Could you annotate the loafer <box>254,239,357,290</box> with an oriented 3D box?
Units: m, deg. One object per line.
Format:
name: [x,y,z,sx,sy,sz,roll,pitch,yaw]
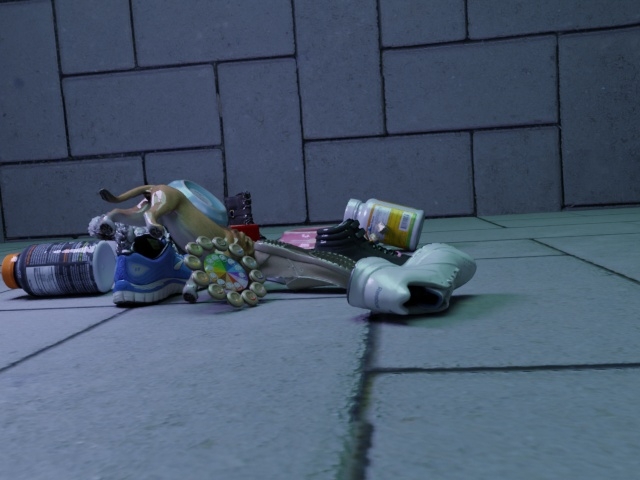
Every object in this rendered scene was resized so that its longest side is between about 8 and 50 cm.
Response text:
loafer: [-0.025,0.067,1.331,0.269,0.092,0.102,16,12,23]

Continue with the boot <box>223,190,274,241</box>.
boot: [-0.269,-0.069,2.270,0.263,0.229,0.091,0,6,41]

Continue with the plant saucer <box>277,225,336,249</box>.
plant saucer: [0.000,0.000,2.127,0.332,0.084,0.332,-4,5,0]

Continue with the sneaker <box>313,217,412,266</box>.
sneaker: [0.120,0.018,1.439,0.296,0.146,0.104,-2,3,-1]

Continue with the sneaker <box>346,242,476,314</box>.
sneaker: [0.184,0.081,1.063,0.297,0.111,0.129,-13,25,-40]

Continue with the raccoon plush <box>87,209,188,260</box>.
raccoon plush: [-0.575,0.024,1.762,0.446,0.216,0.299,-9,8,27]

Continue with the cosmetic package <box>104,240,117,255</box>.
cosmetic package: [-0.605,-0.007,2.228,0.217,0.156,0.385,-1,4,7]

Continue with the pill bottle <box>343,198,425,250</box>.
pill bottle: [0.206,-0.060,2.001,0.246,0.136,0.136,15,10,14]

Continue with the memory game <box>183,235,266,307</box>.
memory game: [-0.185,0.059,1.210,0.012,0.186,0.186,-50,-21,28]

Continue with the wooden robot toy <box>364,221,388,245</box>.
wooden robot toy: [0.147,0.021,1.910,0.173,0.079,0.076,-32,-35,-1]

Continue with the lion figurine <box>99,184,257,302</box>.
lion figurine: [-0.281,-0.017,1.319,0.142,0.392,0.240,-27,25,27]

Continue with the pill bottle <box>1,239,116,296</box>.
pill bottle: [-0.640,0.069,1.494,0.246,0.130,0.130,-3,5,5]

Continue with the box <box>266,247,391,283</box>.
box: [-0.006,0.056,1.612,0.322,0.058,0.232,-5,5,-30]

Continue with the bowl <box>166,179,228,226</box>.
bowl: [-0.429,-0.085,2.037,0.311,0.163,0.311,38,10,-8]

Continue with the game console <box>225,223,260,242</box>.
game console: [-0.217,0.031,1.541,0.124,0.144,0.085,-5,6,-17]

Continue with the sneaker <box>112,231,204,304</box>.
sneaker: [-0.352,0.051,1.407,0.130,0.147,0.330,-2,4,16]
